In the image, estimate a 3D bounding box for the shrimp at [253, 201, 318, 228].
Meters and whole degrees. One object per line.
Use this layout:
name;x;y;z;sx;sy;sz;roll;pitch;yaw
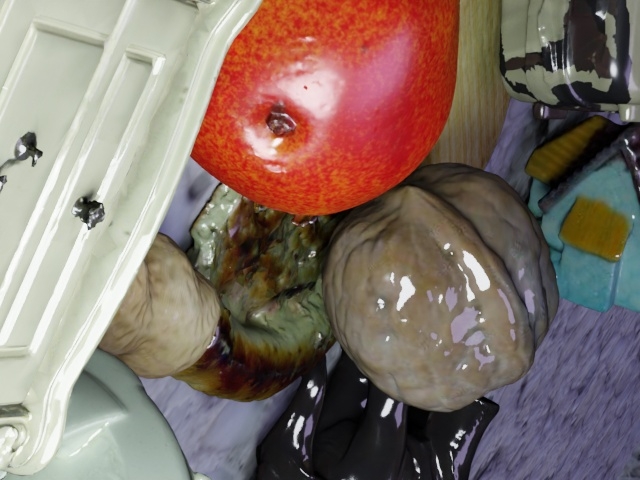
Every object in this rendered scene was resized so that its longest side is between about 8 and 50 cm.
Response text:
shrimp;-0.022;-0.041;1.310;0.127;0.025;0.091;-45;144;-50

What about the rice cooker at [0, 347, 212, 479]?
rice cooker;-0.200;0.220;1.003;0.288;0.288;0.277;-51;156;-24

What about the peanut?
peanut;-0.141;0.038;1.172;0.104;0.085;0.228;-69;157;-8

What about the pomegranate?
pomegranate;-0.004;-0.139;1.108;0.257;0.220;0.221;-51;158;-51

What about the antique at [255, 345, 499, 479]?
antique;0.050;0.246;1.690;0.322;0.185;0.255;25;92;-49

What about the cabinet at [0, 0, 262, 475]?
cabinet;-0.227;-0.062;0.674;0.290;0.227;0.318;-64;158;8

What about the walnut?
walnut;0.102;0.036;1.424;0.224;0.224;0.224;-47;154;-32

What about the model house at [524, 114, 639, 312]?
model house;0.360;-0.086;1.973;0.280;0.230;0.249;-36;138;-51

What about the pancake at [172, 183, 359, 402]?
pancake;-0.003;0.005;1.461;0.426;0.067;0.305;8;107;-65

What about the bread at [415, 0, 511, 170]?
bread;0.128;-0.148;1.547;0.267;0.040;0.267;-46;144;-49

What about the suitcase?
suitcase;0.336;-0.282;1.562;0.351;0.194;0.339;-3;97;-42
